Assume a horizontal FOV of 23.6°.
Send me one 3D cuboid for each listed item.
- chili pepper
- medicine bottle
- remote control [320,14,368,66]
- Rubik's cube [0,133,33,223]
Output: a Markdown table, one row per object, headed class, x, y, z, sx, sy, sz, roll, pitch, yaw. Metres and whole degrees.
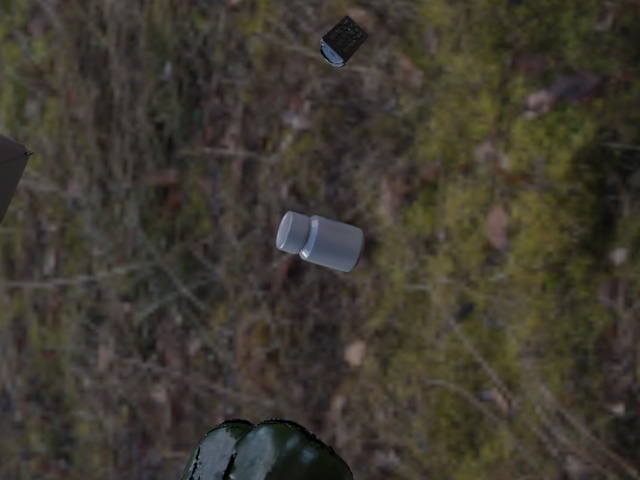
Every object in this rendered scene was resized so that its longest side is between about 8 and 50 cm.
| class | x | y | z | sx | sy | sz | roll | pitch | yaw |
| --- | --- | --- | --- | --- | --- | --- | --- | --- | --- |
| chili pepper | -0.070 | 0.358 | 1.797 | 0.233 | 0.248 | 0.256 | -6 | 41 | 35 |
| medicine bottle | 0.000 | 0.000 | 1.687 | 0.052 | 0.089 | 0.052 | -164 | 90 | -73 |
| remote control | 0.019 | -0.176 | 1.352 | 0.016 | 0.034 | 0.091 | -46 | 4 | 26 |
| Rubik's cube | -0.468 | -0.052 | 1.531 | 0.225 | 0.221 | 0.231 | 23 | 90 | 30 |
